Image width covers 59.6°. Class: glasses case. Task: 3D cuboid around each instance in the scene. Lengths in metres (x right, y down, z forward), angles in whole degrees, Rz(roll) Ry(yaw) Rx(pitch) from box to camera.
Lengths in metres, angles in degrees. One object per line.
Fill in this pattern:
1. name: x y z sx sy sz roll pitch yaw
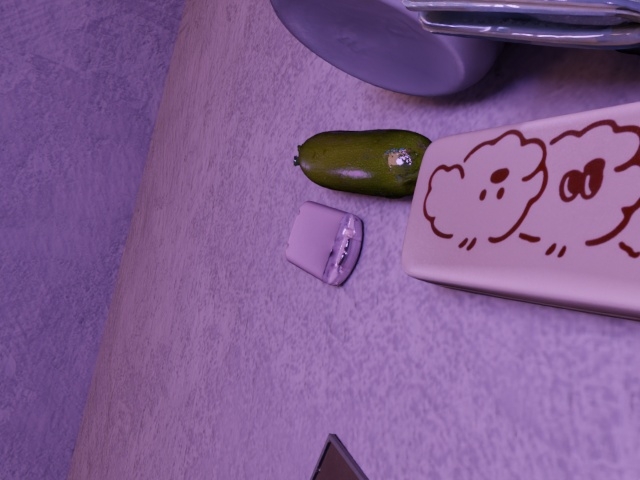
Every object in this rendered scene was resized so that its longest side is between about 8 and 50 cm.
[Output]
1. glasses case: 0.198 -0.019 0.413 0.336 0.076 0.143 3 78 60

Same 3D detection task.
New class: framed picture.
1. framed picture: 0.009 0.313 0.632 0.109 0.011 0.149 37 108 59

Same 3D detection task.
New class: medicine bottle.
1. medicine bottle: 0.107 -0.329 0.555 0.245 0.245 0.306 18 82 60

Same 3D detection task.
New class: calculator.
1. calculator: 0.000 0.000 0.783 0.175 0.032 0.100 25 97 61

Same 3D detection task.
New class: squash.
1. squash: 0.035 -0.104 0.729 0.331 0.087 0.087 22 95 62

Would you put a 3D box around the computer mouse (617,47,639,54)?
1. computer mouse: 0.303 -0.209 0.296 0.374 0.114 0.203 6 81 61

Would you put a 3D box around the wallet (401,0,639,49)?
1. wallet: 0.162 -0.257 0.365 0.176 0.075 0.250 17 89 31
